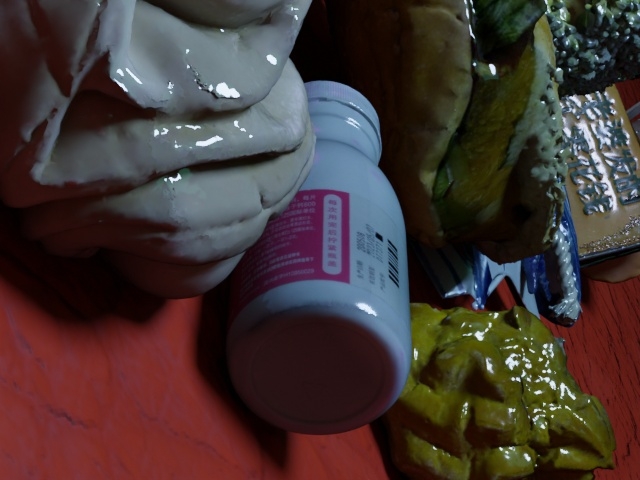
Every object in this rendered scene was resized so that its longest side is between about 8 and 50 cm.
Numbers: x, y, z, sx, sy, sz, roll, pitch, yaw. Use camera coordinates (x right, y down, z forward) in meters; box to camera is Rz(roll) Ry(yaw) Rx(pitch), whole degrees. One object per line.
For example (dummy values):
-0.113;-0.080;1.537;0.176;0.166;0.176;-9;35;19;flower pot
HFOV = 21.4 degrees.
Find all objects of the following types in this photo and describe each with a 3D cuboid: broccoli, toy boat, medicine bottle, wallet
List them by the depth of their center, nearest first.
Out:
0.000;0.000;0.885;0.090;0.090;0.217;53;21;-30;medicine bottle
0.145;0.003;1.319;0.210;0.070;0.292;51;26;-24;toy boat
0.206;-0.286;1.378;0.252;0.221;0.361;-113;-146;-66;broccoli
0.220;-0.071;1.514;0.161;0.042;0.195;-12;77;-32;wallet

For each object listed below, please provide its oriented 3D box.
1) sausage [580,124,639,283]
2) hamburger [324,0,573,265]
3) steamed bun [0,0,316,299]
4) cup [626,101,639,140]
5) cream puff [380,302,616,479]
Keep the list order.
0.277;-0.073;1.707;0.112;0.112;0.328;56;19;-23;sausage
0.073;-0.122;1.109;0.265;0.134;0.285;157;-73;-82;hamburger
-0.070;-0.093;0.732;0.211;0.144;0.218;9;59;-68;steamed bun
0.364;-0.104;1.977;0.074;0.099;0.102;59;20;-18;cup
0.102;0.096;1.004;0.146;0.116;0.146;52;25;-38;cream puff
